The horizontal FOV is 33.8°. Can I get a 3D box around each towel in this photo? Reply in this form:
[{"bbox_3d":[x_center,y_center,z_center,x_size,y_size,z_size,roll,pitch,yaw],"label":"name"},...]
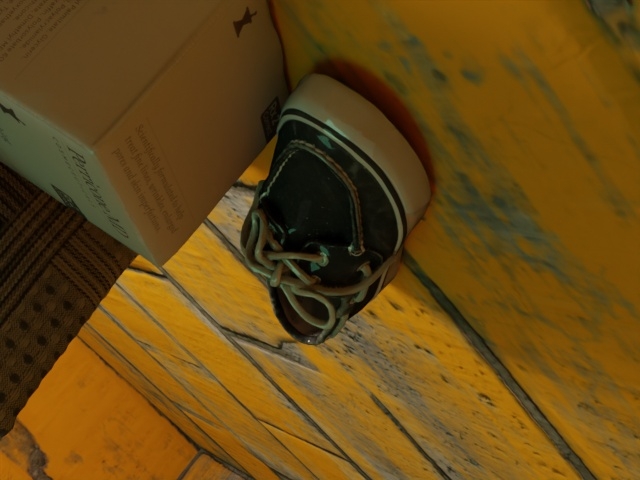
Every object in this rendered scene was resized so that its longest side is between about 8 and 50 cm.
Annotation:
[{"bbox_3d":[-0.259,-0.068,0.771,0.312,0.324,0.056,47,141,-19],"label":"towel"}]

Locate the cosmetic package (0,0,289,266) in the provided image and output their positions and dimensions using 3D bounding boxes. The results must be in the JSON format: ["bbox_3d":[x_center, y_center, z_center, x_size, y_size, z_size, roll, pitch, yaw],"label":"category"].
[{"bbox_3d":[-0.139,-0.112,0.674,0.184,0.151,0.151,32,162,21],"label":"cosmetic package"}]

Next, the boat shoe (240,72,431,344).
[{"bbox_3d":[-0.003,-0.002,0.746,0.113,0.105,0.306,36,162,9],"label":"boat shoe"}]
